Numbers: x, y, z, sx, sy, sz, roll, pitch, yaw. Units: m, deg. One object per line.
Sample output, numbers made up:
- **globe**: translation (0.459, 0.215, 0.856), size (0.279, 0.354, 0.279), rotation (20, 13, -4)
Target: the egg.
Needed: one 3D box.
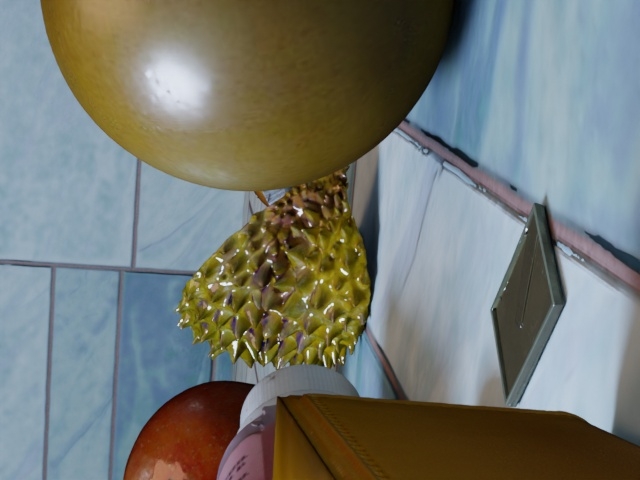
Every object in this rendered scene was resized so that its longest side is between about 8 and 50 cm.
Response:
- **egg**: translation (-0.050, -0.182, 0.839), size (0.351, 0.282, 0.282), rotation (-109, 23, -64)

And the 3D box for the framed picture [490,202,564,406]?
- **framed picture**: translation (0.104, 0.034, 0.616), size (0.089, 0.007, 0.066), rotation (102, 169, -47)

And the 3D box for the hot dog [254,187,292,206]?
- **hot dog**: translation (-0.060, -0.083, 1.680), size (0.099, 0.053, 0.192), rotation (56, -170, -25)

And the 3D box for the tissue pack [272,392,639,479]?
- **tissue pack**: translation (0.061, 0.161, 0.357), size (0.274, 0.145, 0.194), rotation (-170, 85, -83)

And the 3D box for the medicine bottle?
- **medicine bottle**: translation (-0.003, 0.190, 0.852), size (0.247, 0.147, 0.147), rotation (-101, 17, -66)

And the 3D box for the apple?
- **apple**: translation (-0.090, 0.251, 1.226), size (0.201, 0.218, 0.218), rotation (21, 109, 56)

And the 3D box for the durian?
- **durian**: translation (-0.050, 0.053, 1.157), size (0.260, 0.186, 0.154), rotation (86, 175, -61)
